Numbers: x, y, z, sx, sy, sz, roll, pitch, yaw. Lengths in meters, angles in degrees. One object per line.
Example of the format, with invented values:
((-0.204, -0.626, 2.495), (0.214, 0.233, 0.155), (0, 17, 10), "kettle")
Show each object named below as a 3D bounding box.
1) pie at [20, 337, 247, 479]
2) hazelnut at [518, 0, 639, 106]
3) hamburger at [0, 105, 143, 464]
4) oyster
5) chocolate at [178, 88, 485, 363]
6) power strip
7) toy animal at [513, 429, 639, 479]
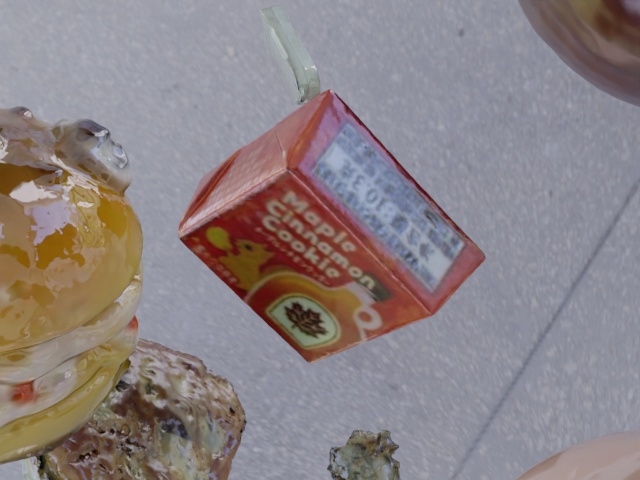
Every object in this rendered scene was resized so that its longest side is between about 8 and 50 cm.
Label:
((-0.214, 0.214, 1.264), (0.085, 0.308, 0.308), (-38, 63, 33), "pie")
((0.406, -0.347, 1.237), (0.402, 0.402, 0.429), (53, 126, 23), "hazelnut")
((-0.263, 0.008, 0.878), (0.276, 0.236, 0.276), (6, 37, -5), "hamburger")
((0.051, 0.253, 1.155), (0.086, 0.029, 0.132), (-12, 61, 20), "oyster")
((0.000, 0.000, 1.162), (0.237, 0.235, 0.108), (47, 48, -15), "chocolate")
((-0.037, -0.213, 1.301), (0.030, 0.047, 0.191), (-14, 43, -9), "power strip")
((0.179, 0.188, 0.378), (0.326, 0.269, 0.237), (21, 49, -4), "toy animal")
